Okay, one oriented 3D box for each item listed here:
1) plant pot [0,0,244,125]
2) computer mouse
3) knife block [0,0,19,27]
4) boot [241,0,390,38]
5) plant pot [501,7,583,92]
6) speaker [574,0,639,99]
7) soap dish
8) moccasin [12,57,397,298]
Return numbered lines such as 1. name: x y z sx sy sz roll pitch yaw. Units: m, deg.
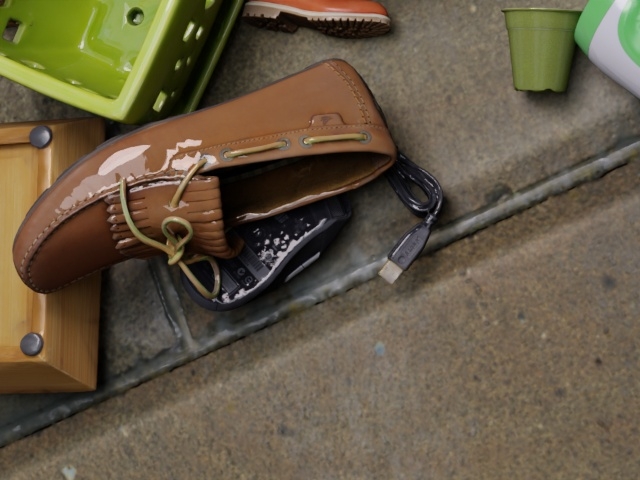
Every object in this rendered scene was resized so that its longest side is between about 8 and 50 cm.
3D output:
1. plant pot: -0.206 -0.242 1.557 0.228 0.207 0.227 24 93 17
2. computer mouse: 0.000 0.000 1.545 0.262 0.060 0.184 -46 68 -7
3. knife block: -0.424 -0.346 1.701 0.276 0.088 0.242 -9 80 15
4. boot: 0.002 -0.254 1.582 0.158 0.059 0.084 12 80 19
5. plant pot: 0.215 -0.184 1.504 0.083 0.083 0.079 4 96 17
6. speaker: 0.382 -0.142 1.418 0.296 0.131 0.131 39 94 18
7. soap dish: -0.342 0.013 1.609 0.229 0.118 0.290 -2 80 16
8. moccasin: -0.111 -0.037 1.485 0.380 0.139 0.147 -20 60 -7
